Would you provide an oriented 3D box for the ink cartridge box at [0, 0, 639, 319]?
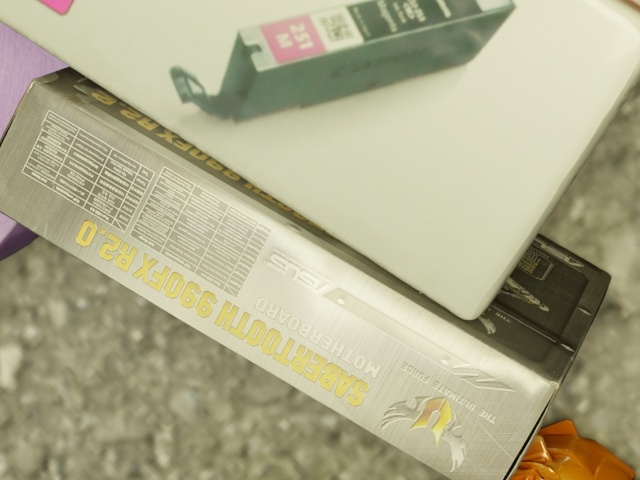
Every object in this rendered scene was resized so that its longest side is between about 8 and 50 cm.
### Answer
[{"bbox_3d":[0.006,-0.144,0.712,0.275,0.060,0.239,33,110,6],"label":"ink cartridge box"}]

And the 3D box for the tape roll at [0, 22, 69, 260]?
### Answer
[{"bbox_3d":[-0.224,-0.105,0.898,0.275,0.090,0.274,3,101,13],"label":"tape roll"}]

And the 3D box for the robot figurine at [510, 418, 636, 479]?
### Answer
[{"bbox_3d":[0.180,0.203,0.836,0.211,0.085,0.291,-27,84,35],"label":"robot figurine"}]

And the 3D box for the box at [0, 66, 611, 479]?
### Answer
[{"bbox_3d":[0.000,0.000,0.813,0.231,0.183,0.056,30,108,6],"label":"box"}]
